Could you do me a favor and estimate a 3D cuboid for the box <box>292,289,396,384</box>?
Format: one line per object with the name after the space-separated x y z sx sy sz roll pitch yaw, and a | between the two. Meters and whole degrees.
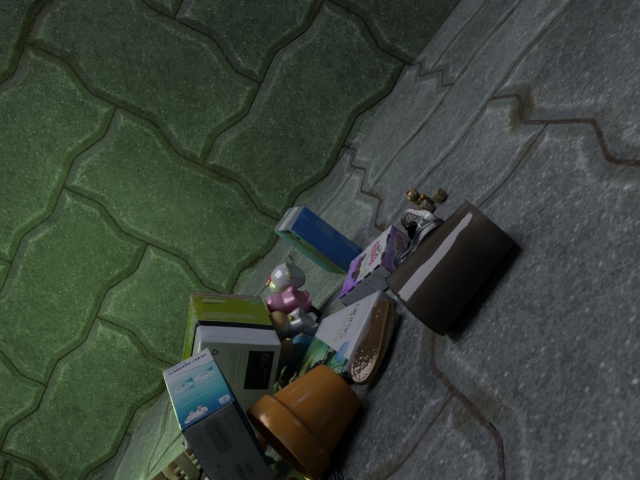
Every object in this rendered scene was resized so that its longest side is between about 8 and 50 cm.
0.050 0.269 1.838 0.322 0.058 0.232 -38 21 58 | box

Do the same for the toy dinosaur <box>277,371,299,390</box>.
-0.075 0.394 1.824 0.183 0.053 0.092 -66 30 29 | toy dinosaur

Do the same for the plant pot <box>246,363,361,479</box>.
-0.022 0.374 1.549 0.188 0.205 0.205 -43 7 -20 | plant pot

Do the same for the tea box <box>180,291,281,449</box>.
-0.266 0.357 2.029 0.323 0.220 0.329 -127 46 -67 | tea box

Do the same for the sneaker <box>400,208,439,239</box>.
0.245 -0.037 1.902 0.075 0.063 0.170 -51 16 -11 | sneaker

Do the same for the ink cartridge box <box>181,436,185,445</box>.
-0.385 0.603 2.542 0.193 0.088 0.234 -51 13 13 | ink cartridge box

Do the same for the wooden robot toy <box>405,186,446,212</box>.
0.265 -0.107 1.983 0.076 0.079 0.173 -59 12 -22 | wooden robot toy

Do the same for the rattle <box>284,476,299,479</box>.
-0.165 0.543 1.554 0.143 0.200 0.130 -50 14 49 | rattle

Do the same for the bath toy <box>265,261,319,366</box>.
-0.102 0.210 2.164 0.129 0.151 0.348 -51 31 27 | bath toy

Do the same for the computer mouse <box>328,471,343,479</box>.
-0.052 0.574 1.393 0.272 0.072 0.188 -35 18 26 | computer mouse

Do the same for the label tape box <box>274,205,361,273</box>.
0.000 0.000 2.335 0.106 0.241 0.334 -55 12 -8 | label tape box

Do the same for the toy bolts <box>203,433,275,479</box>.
-0.232 0.570 1.723 0.218 0.158 0.228 -22 24 14 | toy bolts

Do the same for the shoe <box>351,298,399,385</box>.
0.131 0.236 1.644 0.076 0.058 0.219 -13 43 43 | shoe

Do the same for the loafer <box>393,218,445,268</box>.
0.250 0.022 1.767 0.170 0.062 0.061 -53 34 23 | loafer

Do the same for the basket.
0.260 0.047 1.427 0.227 0.154 0.204 -49 14 10 | basket

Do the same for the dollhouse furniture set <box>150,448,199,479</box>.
-0.448 0.784 2.283 0.212 0.161 0.242 -45 -7 37 | dollhouse furniture set

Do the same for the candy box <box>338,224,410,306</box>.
0.146 0.077 1.960 0.196 0.070 0.165 -45 15 41 | candy box

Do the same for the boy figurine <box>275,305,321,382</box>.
-0.113 0.321 2.256 0.285 0.092 0.177 -55 15 -14 | boy figurine

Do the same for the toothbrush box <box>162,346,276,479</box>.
-0.227 0.397 1.582 0.126 0.216 0.295 -28 20 -12 | toothbrush box
